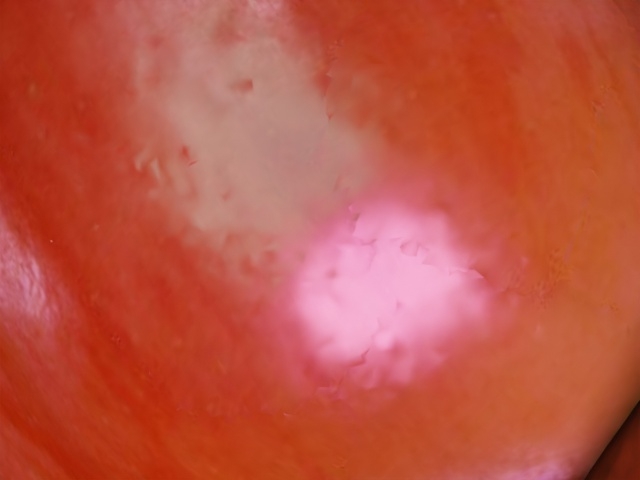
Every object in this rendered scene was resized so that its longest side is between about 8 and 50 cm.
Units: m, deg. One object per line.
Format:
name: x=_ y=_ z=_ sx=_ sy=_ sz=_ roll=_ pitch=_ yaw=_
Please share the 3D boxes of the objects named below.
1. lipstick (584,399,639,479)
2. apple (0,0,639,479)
lipstick: x=0.039 y=0.138 z=0.398 sx=0.077 sy=0.077 sz=0.418 roll=57 pitch=131 yaw=37
apple: x=0.000 y=0.000 z=0.473 sx=0.242 sy=0.242 sz=0.241 roll=-45 pitch=53 yaw=15
